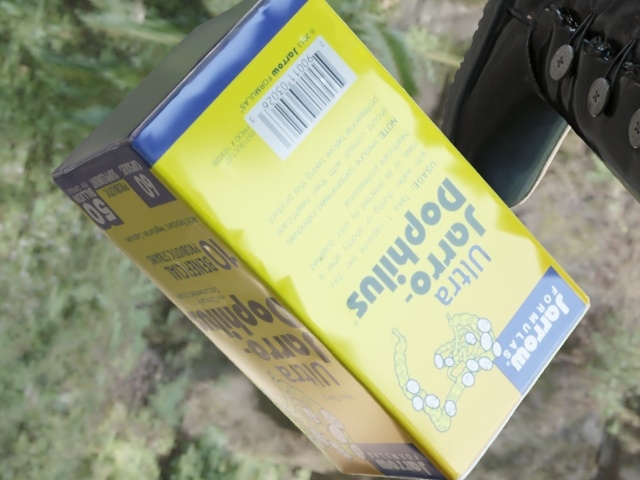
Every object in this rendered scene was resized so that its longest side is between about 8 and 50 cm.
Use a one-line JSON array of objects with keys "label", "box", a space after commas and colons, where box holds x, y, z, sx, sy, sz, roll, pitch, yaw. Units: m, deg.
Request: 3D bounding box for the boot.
[{"label": "boot", "box": [0.304, -0.110, 1.517, 0.445, 0.146, 0.367, -130, -138, -53]}]

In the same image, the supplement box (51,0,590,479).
[{"label": "supplement box", "box": [0.000, 0.000, 1.108, 0.195, 0.356, 0.194, -50, -164, -23]}]
